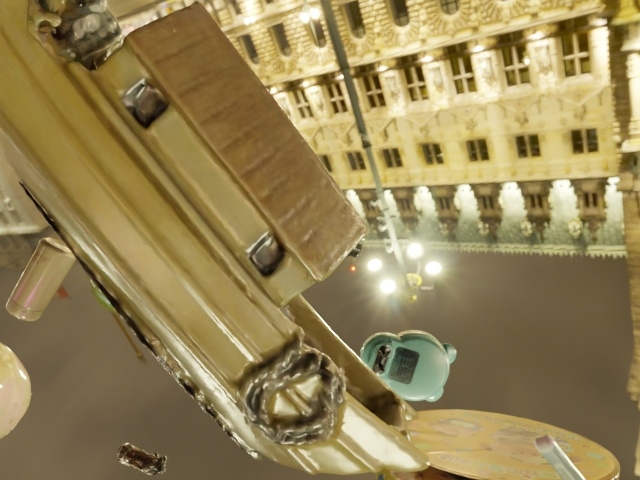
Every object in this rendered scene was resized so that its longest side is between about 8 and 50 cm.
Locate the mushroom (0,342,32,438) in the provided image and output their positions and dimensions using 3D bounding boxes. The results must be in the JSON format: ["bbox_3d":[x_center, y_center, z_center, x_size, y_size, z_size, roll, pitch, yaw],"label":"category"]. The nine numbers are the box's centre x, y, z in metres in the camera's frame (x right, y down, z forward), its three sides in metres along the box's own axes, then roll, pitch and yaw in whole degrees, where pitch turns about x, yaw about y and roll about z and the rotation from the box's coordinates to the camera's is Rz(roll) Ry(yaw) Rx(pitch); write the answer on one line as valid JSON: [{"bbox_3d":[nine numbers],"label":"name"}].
[{"bbox_3d":[-0.595,0.217,0.905,0.236,0.173,0.162,33,-153,25],"label":"mushroom"}]

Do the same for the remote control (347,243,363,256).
[{"bbox_3d":[0.000,0.000,0.571,0.091,0.034,0.016,19,-112,-4],"label":"remote control"}]

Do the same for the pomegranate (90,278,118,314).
[{"bbox_3d":[-0.292,0.042,0.824,0.129,0.159,0.129,21,-154,-11],"label":"pomegranate"}]

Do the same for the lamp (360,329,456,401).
[{"bbox_3d":[0.258,0.370,1.574,0.283,0.210,0.147,17,-178,-21],"label":"lamp"}]

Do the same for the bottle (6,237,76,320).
[{"bbox_3d":[-0.336,0.047,0.627,0.097,0.045,0.045,-59,-147,-1],"label":"bottle"}]

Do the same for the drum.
[{"bbox_3d":[0.303,0.466,0.947,0.430,0.214,0.431,3,178,0],"label":"drum"}]

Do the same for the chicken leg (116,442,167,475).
[{"bbox_3d":[-0.539,0.650,1.556,0.233,0.105,0.063,5,-122,30],"label":"chicken leg"}]

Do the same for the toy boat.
[{"bbox_3d":[-0.070,-0.017,0.362,0.162,0.446,0.136,-34,-170,8],"label":"toy boat"}]

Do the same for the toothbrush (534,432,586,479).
[{"bbox_3d":[0.386,0.381,0.687,0.025,0.342,0.030,-34,-171,32],"label":"toothbrush"}]
